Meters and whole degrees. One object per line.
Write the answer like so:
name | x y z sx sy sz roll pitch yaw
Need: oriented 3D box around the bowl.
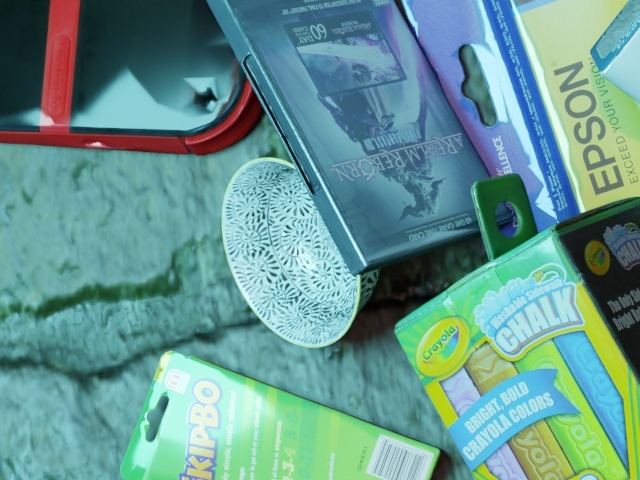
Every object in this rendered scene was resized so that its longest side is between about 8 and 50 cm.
bowl | 0.000 0.000 1.625 0.080 0.170 0.170 -22 80 -39

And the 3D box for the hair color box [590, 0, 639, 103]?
hair color box | 0.406 -0.109 1.509 0.347 0.105 0.174 35 105 -9

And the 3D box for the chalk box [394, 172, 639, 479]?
chalk box | 0.196 0.084 1.530 0.179 0.180 0.289 -34 79 32

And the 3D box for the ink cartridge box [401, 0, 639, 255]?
ink cartridge box | 0.243 -0.175 1.630 0.307 0.072 0.304 -19 85 3

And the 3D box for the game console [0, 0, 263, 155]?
game console | -0.207 -0.276 1.708 0.342 0.060 0.387 3 85 13

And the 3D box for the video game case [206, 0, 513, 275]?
video game case | 0.034 -0.113 1.594 0.026 0.196 0.274 -40 74 43

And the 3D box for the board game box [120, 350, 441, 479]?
board game box | -0.037 0.195 1.650 0.259 0.039 0.124 20 87 6
